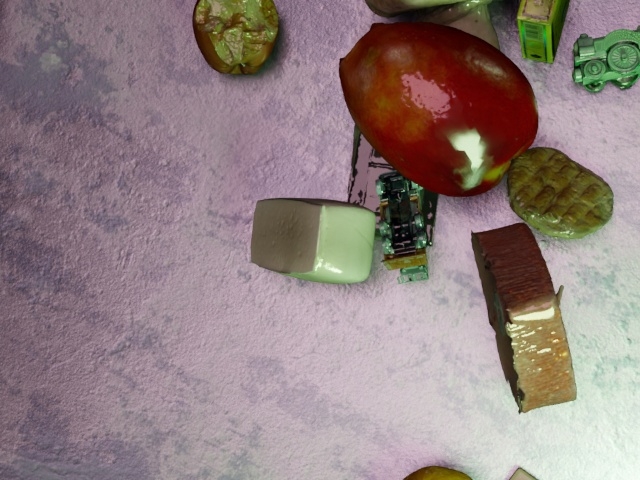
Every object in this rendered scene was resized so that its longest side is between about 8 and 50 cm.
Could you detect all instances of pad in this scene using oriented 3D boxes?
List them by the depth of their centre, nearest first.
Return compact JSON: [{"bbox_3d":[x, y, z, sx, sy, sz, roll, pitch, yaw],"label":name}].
[{"bbox_3d":[0.136,-0.112,1.953,0.174,0.022,0.233,6,86,12],"label":"pad"}]

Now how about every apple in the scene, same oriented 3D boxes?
[{"bbox_3d":[-0.159,-0.389,1.990,0.156,0.147,0.158,0,93,-20],"label":"apple"}]

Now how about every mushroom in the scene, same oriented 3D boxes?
[{"bbox_3d":[0.219,-0.412,1.852,0.293,0.292,0.290,-7,104,12],"label":"mushroom"}]

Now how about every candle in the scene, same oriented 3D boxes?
[{"bbox_3d":[0.342,0.113,1.750,0.131,0.287,0.317,-16,77,5],"label":"candle"}]

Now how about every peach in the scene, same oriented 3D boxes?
[{"bbox_3d":[0.188,-0.227,1.787,0.338,0.281,0.281,38,92,11],"label":"peach"}]

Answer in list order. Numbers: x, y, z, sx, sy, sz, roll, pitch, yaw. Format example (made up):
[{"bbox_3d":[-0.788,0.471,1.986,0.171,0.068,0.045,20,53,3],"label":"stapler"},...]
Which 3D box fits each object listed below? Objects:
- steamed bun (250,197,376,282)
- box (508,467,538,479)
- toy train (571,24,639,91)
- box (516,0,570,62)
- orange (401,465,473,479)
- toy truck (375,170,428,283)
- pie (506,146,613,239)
[{"bbox_3d":[0.000,0.000,1.877,0.242,0.164,0.146,6,88,54],"label":"steamed bun"},{"bbox_3d":[0.373,0.439,1.830,0.115,0.025,0.048,37,90,14],"label":"box"},{"bbox_3d":[0.524,-0.324,1.868,0.178,0.071,0.104,-10,73,10],"label":"toy train"},{"bbox_3d":[0.385,-0.402,1.829,0.064,0.220,0.141,14,85,13],"label":"box"},{"bbox_3d":[0.198,0.466,1.796,0.178,0.155,0.177,15,110,46],"label":"orange"},{"bbox_3d":[0.148,-0.028,1.880,0.080,0.115,0.177,-10,61,12],"label":"toy truck"},{"bbox_3d":[0.404,-0.080,1.831,0.195,0.046,0.195,7,52,-9],"label":"pie"}]
